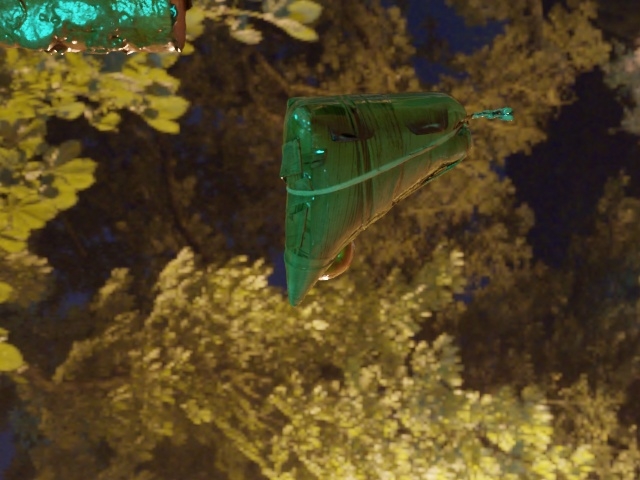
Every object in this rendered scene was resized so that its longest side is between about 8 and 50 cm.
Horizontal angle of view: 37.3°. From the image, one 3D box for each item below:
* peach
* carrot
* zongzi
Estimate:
[{"bbox_3d":[-0.001,0.001,1.258,0.101,0.101,0.100,-2,-90,-67],"label":"peach"},{"bbox_3d":[-0.266,-0.237,0.999,0.102,0.263,0.102,-2,-90,-83],"label":"carrot"},{"bbox_3d":[0.058,-0.035,0.796,0.081,0.189,0.178,-136,43,-65],"label":"zongzi"}]
